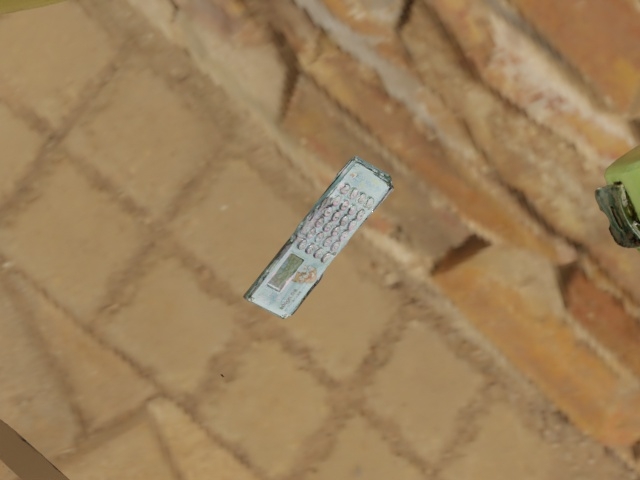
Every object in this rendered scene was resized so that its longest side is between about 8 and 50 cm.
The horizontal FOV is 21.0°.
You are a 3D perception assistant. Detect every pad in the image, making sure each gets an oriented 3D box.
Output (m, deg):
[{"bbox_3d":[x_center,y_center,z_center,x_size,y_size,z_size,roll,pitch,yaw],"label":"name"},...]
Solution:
[{"bbox_3d":[-0.147,0.192,1.334,0.250,0.323,0.055,47,50,-21],"label":"pad"}]

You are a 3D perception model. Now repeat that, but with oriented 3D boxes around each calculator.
[{"bbox_3d":[0.000,0.000,1.580,0.057,0.172,0.018,30,18,-30],"label":"calculator"}]

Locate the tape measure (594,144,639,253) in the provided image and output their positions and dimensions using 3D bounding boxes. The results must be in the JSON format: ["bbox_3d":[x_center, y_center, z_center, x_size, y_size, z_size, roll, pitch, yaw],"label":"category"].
[{"bbox_3d":[0.282,-0.056,1.050,0.177,0.154,0.087,-32,98,-25],"label":"tape measure"}]

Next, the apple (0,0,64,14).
[{"bbox_3d":[-0.216,-0.261,0.918,0.233,0.258,0.295,-13,116,-27],"label":"apple"}]
